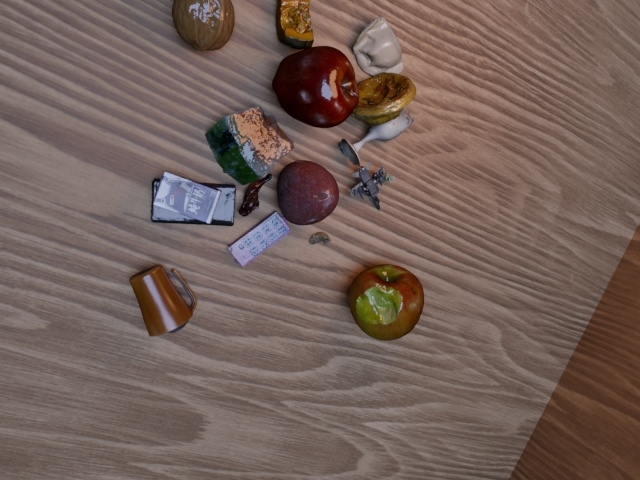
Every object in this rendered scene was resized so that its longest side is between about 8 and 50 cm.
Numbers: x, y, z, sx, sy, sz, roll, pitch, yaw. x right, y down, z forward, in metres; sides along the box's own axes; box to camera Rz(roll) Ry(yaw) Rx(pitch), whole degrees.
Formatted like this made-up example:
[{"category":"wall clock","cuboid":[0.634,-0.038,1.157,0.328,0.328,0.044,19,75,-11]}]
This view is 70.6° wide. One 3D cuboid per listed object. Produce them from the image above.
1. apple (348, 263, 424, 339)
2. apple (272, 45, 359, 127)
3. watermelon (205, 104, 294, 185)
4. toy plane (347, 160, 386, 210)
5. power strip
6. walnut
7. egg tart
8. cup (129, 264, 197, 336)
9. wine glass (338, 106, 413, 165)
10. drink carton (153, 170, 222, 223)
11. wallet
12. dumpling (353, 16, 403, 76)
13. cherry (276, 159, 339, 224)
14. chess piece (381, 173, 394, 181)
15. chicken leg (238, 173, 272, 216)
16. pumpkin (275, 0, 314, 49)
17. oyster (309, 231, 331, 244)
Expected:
[{"category":"apple","cuboid":[0.288,0.275,1.988,0.339,0.339,0.339,-4,104,-17]},{"category":"apple","cuboid":[-0.012,-0.572,1.688,0.288,0.317,0.288,-30,127,-49]},{"category":"watermelon","cuboid":[-0.269,-0.380,1.741,0.302,0.151,0.264,-36,110,-7]},{"category":"toy plane","cuboid":[0.222,-0.218,1.959,0.192,0.088,0.262,-36,121,-4]},{"category":"power strip","cuboid":[-0.256,-0.008,1.896,0.279,0.037,0.109,-38,112,-6]},{"category":"walnut","cuboid":[-0.405,-0.775,1.573,0.228,0.228,0.228,-4,104,-17]},{"category":"egg tart","cuboid":[0.242,-0.559,1.812,0.290,0.290,0.115,-34,136,-8]},{"category":"cup","cuboid":[-0.614,0.228,1.783,0.226,0.182,0.264,-34,107,-43]},{"category":"wine glass","cuboid":[0.237,-0.451,1.899,0.321,0.143,0.143,-38,111,-9]},{"category":"drink carton","cuboid":[-0.500,-0.165,1.705,0.222,0.102,0.134,19,97,-15]},{"category":"wallet","cuboid":[-0.497,-0.148,1.782,0.321,0.044,0.170,3,101,-16]},{"category":"dumpling","cuboid":[0.235,-0.766,1.845,0.179,0.131,0.252,-32,134,12]},{"category":"cherry","cuboid":[-0.050,-0.189,1.801,0.221,0.307,0.261,-15,106,-42]},{"category":"chess piece","cuboid":[0.294,-0.274,1.982,0.042,0.093,0.042,-4,103,-18]},{"category":"chicken leg","cuboid":[-0.270,-0.189,1.844,0.093,0.053,0.205,19,104,-44]},{"category":"pumpkin","cuboid":[-0.101,-0.838,1.712,0.131,0.126,0.248,-1,84,-10]},{"category":"oyster","cuboid":[0.000,0.000,1.982,0.083,0.038,0.081,-44,114,-5]}]
